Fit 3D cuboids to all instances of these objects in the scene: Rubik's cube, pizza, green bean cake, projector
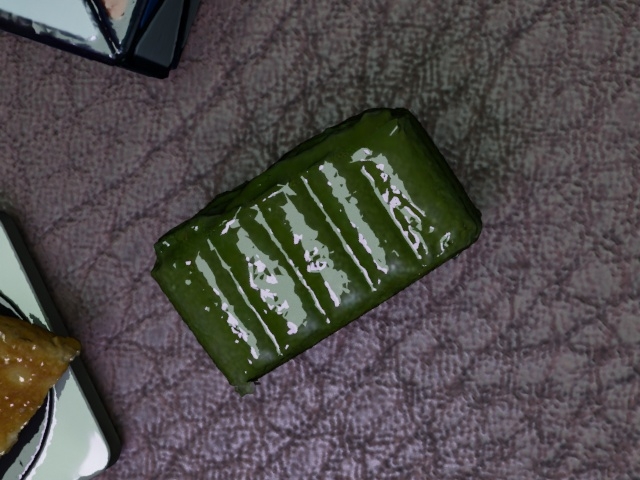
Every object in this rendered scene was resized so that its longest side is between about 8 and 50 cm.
[{"bbox_3d":[-0.217,-0.287,1.628,0.248,0.246,0.250,20,94,5],"label":"Rubik's cube"},{"bbox_3d":[-0.340,0.154,1.651,0.292,0.058,0.197,-18,114,-12],"label":"pizza"},{"bbox_3d":[0.000,0.000,1.616,0.250,0.247,0.156,-34,88,6],"label":"green bean cake"},{"bbox_3d":[-0.344,0.137,1.740,0.257,0.079,0.259,-26,90,6],"label":"projector"}]
